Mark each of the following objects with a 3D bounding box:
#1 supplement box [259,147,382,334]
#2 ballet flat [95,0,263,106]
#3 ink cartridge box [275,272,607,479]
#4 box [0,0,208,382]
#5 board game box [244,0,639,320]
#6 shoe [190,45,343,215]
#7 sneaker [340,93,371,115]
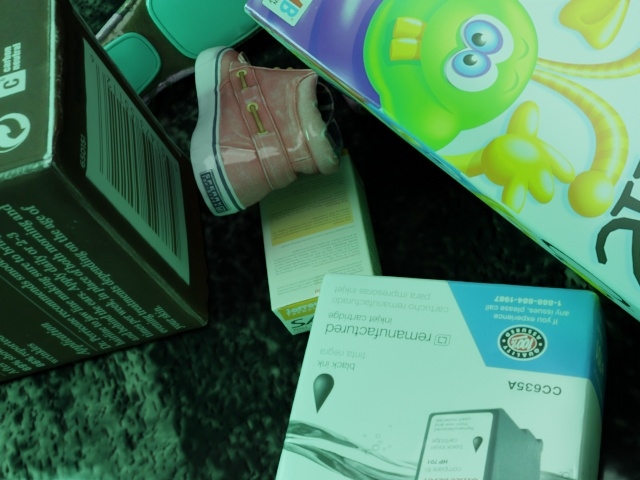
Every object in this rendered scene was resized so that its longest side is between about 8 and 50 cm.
[{"bbox_3d":[0.000,0.000,0.541,0.062,0.036,0.098,-16,55,11],"label":"supplement box"},{"bbox_3d":[-0.119,-0.144,0.651,0.221,0.077,0.079,-41,21,-6],"label":"ballet flat"},{"bbox_3d":[0.056,0.120,0.426,0.139,0.082,0.191,3,61,21],"label":"ink cartridge box"},{"bbox_3d":[-0.280,0.007,0.548,0.381,0.191,0.143,-17,57,9],"label":"box"},{"bbox_3d":[0.128,-0.068,0.414,0.275,0.142,0.144,40,98,18],"label":"board game box"},{"bbox_3d":[-0.032,-0.081,0.563,0.081,0.063,0.178,-17,32,7],"label":"shoe"},{"bbox_3d":[0.147,-0.161,0.558,0.319,0.112,0.131,-12,78,13],"label":"sneaker"}]
